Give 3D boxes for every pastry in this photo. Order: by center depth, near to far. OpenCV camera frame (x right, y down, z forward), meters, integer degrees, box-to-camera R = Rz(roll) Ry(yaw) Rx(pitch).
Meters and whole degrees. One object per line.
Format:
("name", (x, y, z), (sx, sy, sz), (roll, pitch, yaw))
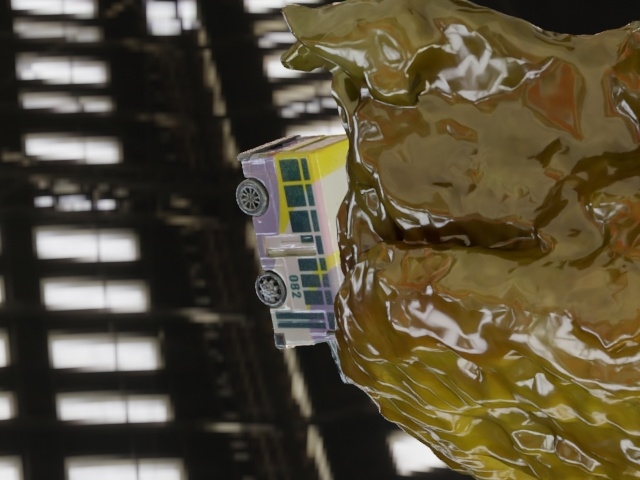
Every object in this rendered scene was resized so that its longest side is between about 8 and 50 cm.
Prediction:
("pastry", (0.116, 0.033, 0.553), (0.240, 0.235, 0.132), (10, -104, 27))

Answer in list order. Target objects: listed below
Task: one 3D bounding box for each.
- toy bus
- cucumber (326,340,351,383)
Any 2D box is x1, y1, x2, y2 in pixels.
("toy bus", (0.000, 0.000, 0.927), (0.058, 0.102, 0.052), (-3, -167, 37))
("cucumber", (0.005, 0.017, 1.413), (0.058, 0.058, 0.187), (-18, -98, -26))
